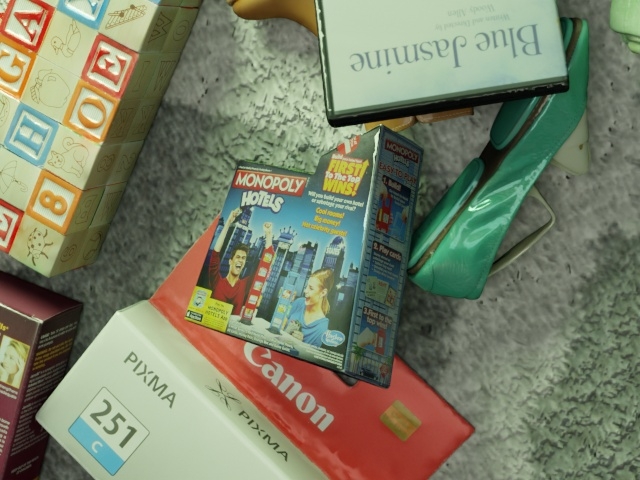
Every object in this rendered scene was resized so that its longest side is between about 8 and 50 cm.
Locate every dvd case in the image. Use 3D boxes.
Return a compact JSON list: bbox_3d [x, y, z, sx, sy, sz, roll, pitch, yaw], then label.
[{"bbox_3d":[0.080,-0.217,1.044,0.180,0.022,0.253,-8,75,7],"label":"dvd case"}]

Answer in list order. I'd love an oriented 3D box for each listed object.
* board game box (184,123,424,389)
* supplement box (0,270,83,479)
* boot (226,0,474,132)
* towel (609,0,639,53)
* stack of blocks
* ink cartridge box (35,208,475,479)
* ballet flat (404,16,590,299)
[{"bbox_3d":[0.000,0.000,1.114,0.194,0.060,0.194,14,82,44],"label":"board game box"},{"bbox_3d":[-0.298,0.132,1.252,0.104,0.081,0.188,21,104,15],"label":"supplement box"},{"bbox_3d":[0.025,-0.155,1.110,0.197,0.073,0.152,-8,99,21],"label":"boot"},{"bbox_3d":[0.343,-0.234,0.928,0.324,0.038,0.248,19,107,48],"label":"towel"},{"bbox_3d":[-0.230,-0.141,1.186,0.171,0.087,0.297,29,106,12],"label":"stack of blocks"},{"bbox_3d":[-0.062,0.159,1.188,0.296,0.066,0.261,43,109,8],"label":"ink cartridge box"},{"bbox_3d":[0.159,-0.056,1.086,0.087,0.083,0.247,28,107,-13],"label":"ballet flat"}]
